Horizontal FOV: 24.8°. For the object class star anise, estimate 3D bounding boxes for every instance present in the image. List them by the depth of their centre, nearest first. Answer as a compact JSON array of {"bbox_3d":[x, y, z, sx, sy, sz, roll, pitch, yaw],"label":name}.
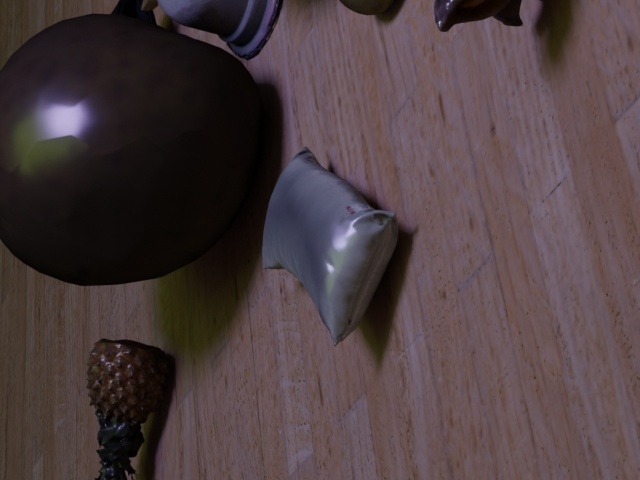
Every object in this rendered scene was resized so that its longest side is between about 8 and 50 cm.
[{"bbox_3d":[0.130,-0.296,1.291,0.218,0.148,0.227,-37,39,-8],"label":"star anise"}]

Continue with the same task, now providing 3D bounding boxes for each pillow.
[{"bbox_3d":[-0.001,0.001,1.519,0.254,0.078,0.144,42,118,62],"label":"pillow"}]

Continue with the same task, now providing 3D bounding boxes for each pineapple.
[{"bbox_3d":[-0.281,0.276,1.996,0.130,0.119,0.277,7,89,47],"label":"pineapple"}]

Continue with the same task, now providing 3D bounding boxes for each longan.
[{"bbox_3d":[-0.260,-0.119,1.852,0.405,0.336,0.404,-29,29,17],"label":"longan"}]

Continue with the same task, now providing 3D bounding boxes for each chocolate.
[{"bbox_3d":[-0.146,-0.349,1.909,0.221,0.147,0.221,-171,90,-70],"label":"chocolate"}]

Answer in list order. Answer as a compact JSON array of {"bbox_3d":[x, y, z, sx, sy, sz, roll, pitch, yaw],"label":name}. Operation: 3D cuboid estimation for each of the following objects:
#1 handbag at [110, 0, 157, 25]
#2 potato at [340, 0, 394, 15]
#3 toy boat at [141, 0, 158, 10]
[{"bbox_3d":[-0.311,-0.201,2.229,0.288,0.152,0.342,-95,23,-47],"label":"handbag"},{"bbox_3d":[0.041,-0.301,1.562,0.138,0.070,0.091,-108,36,-47],"label":"potato"},{"bbox_3d":[-0.229,-0.483,2.131,0.089,0.115,0.310,-105,21,-50],"label":"toy boat"}]
